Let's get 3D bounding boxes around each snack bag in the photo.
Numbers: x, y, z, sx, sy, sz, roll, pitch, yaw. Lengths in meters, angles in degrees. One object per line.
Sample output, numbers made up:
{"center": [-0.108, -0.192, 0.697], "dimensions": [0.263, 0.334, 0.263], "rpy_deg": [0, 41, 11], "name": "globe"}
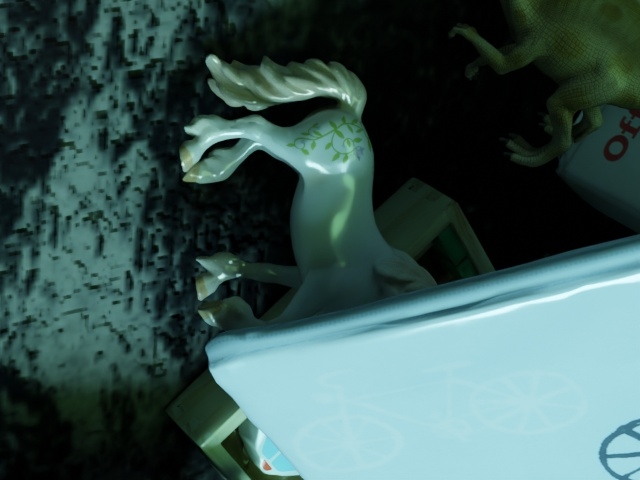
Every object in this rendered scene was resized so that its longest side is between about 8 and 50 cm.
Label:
{"center": [0.151, 0.095, 0.680], "dimensions": [0.323, 0.037, 0.342], "rpy_deg": [-15, 138, 22], "name": "snack bag"}

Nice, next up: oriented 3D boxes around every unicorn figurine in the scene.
{"center": [0.000, 0.000, 0.654], "dimensions": [0.111, 0.060, 0.162], "rpy_deg": [-7, 115, -5], "name": "unicorn figurine"}

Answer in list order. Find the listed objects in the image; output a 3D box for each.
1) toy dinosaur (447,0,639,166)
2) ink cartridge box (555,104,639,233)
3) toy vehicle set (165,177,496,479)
{"center": [0.124, -0.074, 0.699], "dimensions": [0.183, 0.053, 0.092], "rpy_deg": [34, 132, -8], "name": "toy dinosaur"}
{"center": [0.247, -0.044, 0.744], "dimensions": [0.092, 0.218, 0.158], "rpy_deg": [31, 93, -49], "name": "ink cartridge box"}
{"center": [0.050, 0.112, 0.799], "dimensions": [0.166, 0.035, 0.267], "rpy_deg": [-44, 133, -11], "name": "toy vehicle set"}
